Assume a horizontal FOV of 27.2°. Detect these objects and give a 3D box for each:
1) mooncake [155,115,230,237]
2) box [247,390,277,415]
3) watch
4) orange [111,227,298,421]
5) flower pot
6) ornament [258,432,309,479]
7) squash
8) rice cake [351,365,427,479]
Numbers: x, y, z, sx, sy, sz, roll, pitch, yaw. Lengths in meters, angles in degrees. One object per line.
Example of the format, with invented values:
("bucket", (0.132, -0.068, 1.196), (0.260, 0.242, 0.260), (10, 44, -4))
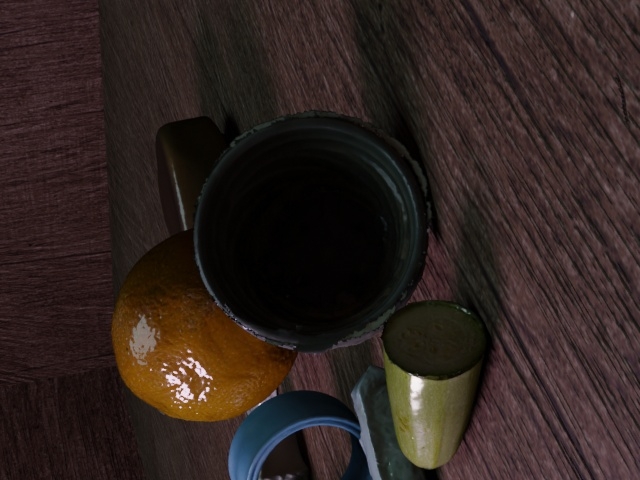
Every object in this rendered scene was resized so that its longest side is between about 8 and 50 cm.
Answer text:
("mooncake", (-0.178, -0.062, 2.024), (0.235, 0.117, 0.235), (168, 90, -74))
("box", (-0.101, 0.178, 2.045), (0.139, 0.035, 0.245), (-126, 30, -60))
("watch", (-0.008, 0.279, 1.535), (0.211, 0.211, 0.193), (-141, 58, -68))
("orange", (-0.152, 0.116, 1.758), (0.264, 0.264, 0.264), (170, 90, -75))
("flower pot", (0.000, 0.000, 1.297), (0.140, 0.235, 0.235), (45, -149, -74))
("ornament", (-0.053, 0.403, 1.869), (0.120, 0.130, 0.285), (128, 141, -48))
("squash", (0.103, 0.152, 1.224), (0.224, 0.094, 0.094), (86, 166, -50))
("rice cake", (0.092, 0.292, 1.356), (0.066, 0.063, 0.336), (109, 151, -72))
